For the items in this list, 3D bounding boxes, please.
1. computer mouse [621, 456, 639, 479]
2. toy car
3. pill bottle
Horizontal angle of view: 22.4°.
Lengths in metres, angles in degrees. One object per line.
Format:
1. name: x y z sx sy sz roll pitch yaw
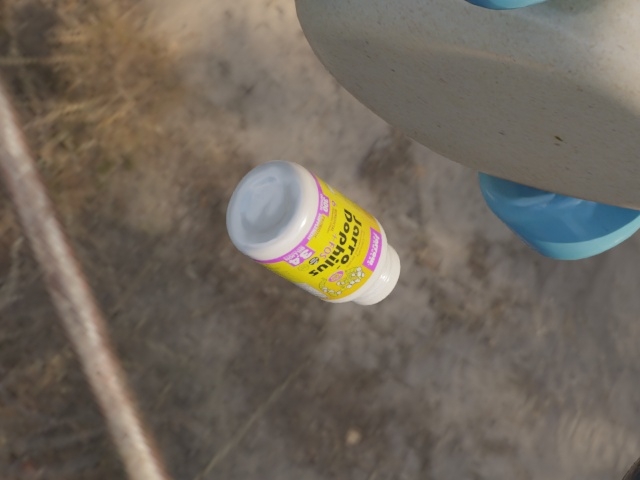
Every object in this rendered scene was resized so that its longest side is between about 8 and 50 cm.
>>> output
1. computer mouse: 0.206 0.226 0.994 0.060 0.184 0.262 10 139 -21
2. toy car: 0.121 -0.133 0.552 0.219 0.238 0.210 41 166 -36
3. pill bottle: 0.000 0.000 0.684 0.043 0.043 0.083 -11 154 32
